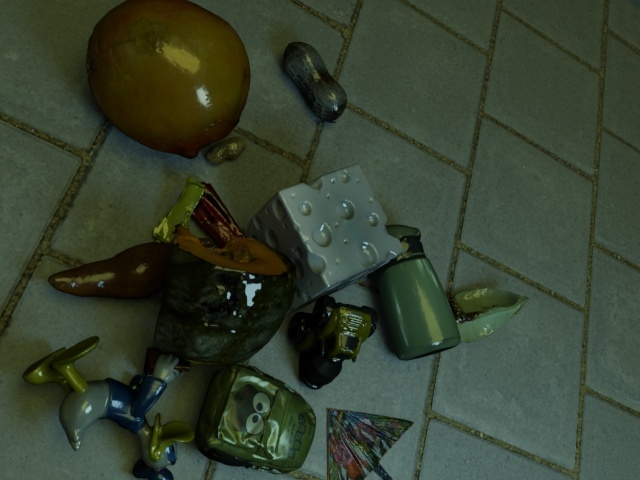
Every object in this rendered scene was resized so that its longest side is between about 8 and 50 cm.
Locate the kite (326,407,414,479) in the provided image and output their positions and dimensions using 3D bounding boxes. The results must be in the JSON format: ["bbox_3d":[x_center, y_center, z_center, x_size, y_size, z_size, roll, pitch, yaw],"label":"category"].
[{"bbox_3d":[0.086,0.484,1.538,0.321,0.016,0.234,-39,92,-33],"label":"kite"}]

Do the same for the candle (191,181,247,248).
[{"bbox_3d":[-0.209,-0.008,1.551,0.084,0.059,0.302,-39,89,-11],"label":"candle"}]

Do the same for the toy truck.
[{"bbox_3d":[0.026,0.233,1.486,0.147,0.224,0.165,17,57,-22],"label":"toy truck"}]

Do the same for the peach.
[{"bbox_3d":[-0.333,-0.371,1.494,0.372,0.290,0.373,9,70,-27],"label":"peach"}]

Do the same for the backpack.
[{"bbox_3d":[-0.134,0.384,1.395,0.253,0.140,0.207,29,59,-22],"label":"backpack"}]

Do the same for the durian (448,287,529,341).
[{"bbox_3d":[0.427,0.185,1.763,0.252,0.139,0.145,-2,67,-24],"label":"durian"}]

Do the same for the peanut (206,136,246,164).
[{"bbox_3d":[-0.232,-0.222,1.631,0.113,0.054,0.054,-30,86,-30],"label":"peanut"}]

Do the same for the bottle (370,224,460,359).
[{"bbox_3d":[0.223,0.121,1.669,0.168,0.168,0.347,-8,72,-30],"label":"bottle"}]

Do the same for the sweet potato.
[{"bbox_3d":[-0.383,0.066,1.403,0.359,0.112,0.112,-22,82,-31],"label":"sweet potato"}]

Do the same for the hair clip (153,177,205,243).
[{"bbox_3d":[-0.322,-0.057,1.501,0.072,0.046,0.173,23,82,0],"label":"hair clip"}]

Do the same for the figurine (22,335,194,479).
[{"bbox_3d":[-0.368,0.329,1.304,0.283,0.204,0.339,-32,99,-40],"label":"figurine"}]

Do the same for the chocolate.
[{"bbox_3d":[-0.015,-0.434,1.794,0.110,0.110,0.248,-37,90,-33],"label":"chocolate"}]

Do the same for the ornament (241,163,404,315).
[{"bbox_3d":[0.000,0.000,1.551,0.239,0.239,0.240,-23,82,-33],"label":"ornament"}]

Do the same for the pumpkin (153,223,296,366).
[{"bbox_3d":[-0.197,0.111,1.363,0.303,0.256,0.226,5,112,-37],"label":"pumpkin"}]
